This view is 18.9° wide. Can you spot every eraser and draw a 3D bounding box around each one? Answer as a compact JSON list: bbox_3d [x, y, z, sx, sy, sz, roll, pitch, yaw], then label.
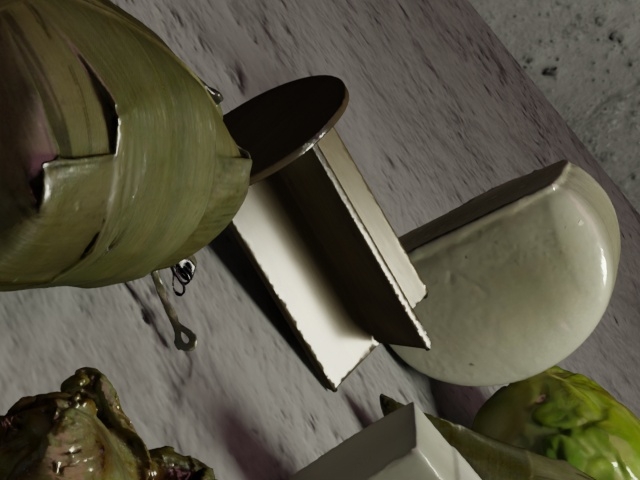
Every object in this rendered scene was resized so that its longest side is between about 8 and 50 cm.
[{"bbox_3d":[0.104,0.261,1.461,0.279,0.124,0.081,51,18,-21],"label":"eraser"}]

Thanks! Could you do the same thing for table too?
[{"bbox_3d":[0.000,0.000,1.621,0.227,0.167,0.167,59,16,-23],"label":"table"}]

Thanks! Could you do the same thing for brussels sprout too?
[{"bbox_3d":[0.254,0.220,1.865,0.223,0.161,0.223,44,28,-32],"label":"brussels sprout"}]

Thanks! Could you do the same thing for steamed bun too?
[{"bbox_3d":[0.176,0.042,1.842,0.164,0.241,0.146,60,20,-8],"label":"steamed bun"}]

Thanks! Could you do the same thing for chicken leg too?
[{"bbox_3d":[-0.129,0.134,1.131,0.103,0.088,0.227,46,15,18],"label":"chicken leg"}]

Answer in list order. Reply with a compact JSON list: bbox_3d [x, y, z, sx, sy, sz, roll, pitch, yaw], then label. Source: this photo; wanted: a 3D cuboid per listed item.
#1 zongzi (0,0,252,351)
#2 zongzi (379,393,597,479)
[{"bbox_3d":[-0.198,-0.133,1.274,0.418,0.181,0.447,60,16,10],"label":"zongzi"},{"bbox_3d":[0.188,0.307,1.607,0.360,0.160,0.323,31,34,-19],"label":"zongzi"}]
